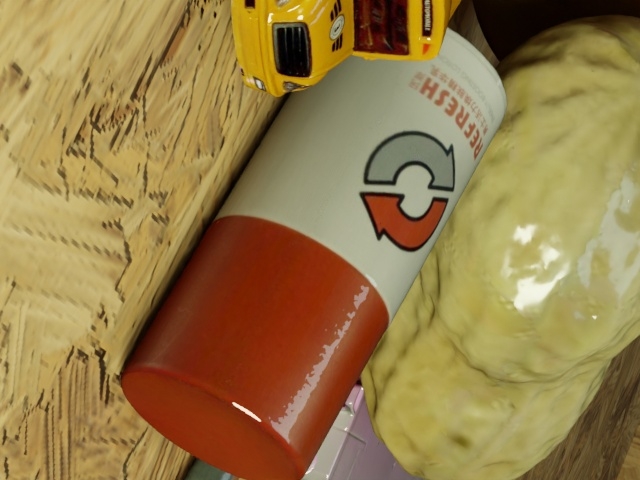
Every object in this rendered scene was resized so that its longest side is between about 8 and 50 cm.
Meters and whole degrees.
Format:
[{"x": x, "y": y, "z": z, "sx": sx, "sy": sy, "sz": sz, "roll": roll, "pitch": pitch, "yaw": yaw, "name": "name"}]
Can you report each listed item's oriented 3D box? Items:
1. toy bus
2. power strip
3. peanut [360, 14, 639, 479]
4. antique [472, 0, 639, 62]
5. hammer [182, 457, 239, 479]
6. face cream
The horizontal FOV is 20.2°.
[{"x": 0.034, "y": -0.145, "z": 0.779, "sx": 0.194, "sy": 0.088, "sz": 0.083, "roll": -59, "pitch": 161, "yaw": -29, "name": "toy bus"}, {"x": 0.029, "y": 0.139, "z": 1.167, "sx": 0.109, "sy": 0.037, "sz": 0.279, "roll": -67, "pitch": 162, "yaw": -8, "name": "power strip"}, {"x": 0.108, "y": 0.019, "z": 0.963, "sx": 0.159, "sy": 0.143, "sz": 0.291, "roll": -31, "pitch": 153, "yaw": -52, "name": "peanut"}, {"x": 0.188, "y": -0.171, "z": 1.000, "sx": 0.129, "sy": 0.223, "sz": 0.278, "roll": -45, "pitch": 117, "yaw": -56, "name": "antique"}, {"x": -0.041, "y": 0.093, "z": 0.926, "sx": 0.287, "sy": 0.033, "sz": 0.111, "roll": -61, "pitch": 160, "yaw": -22, "name": "hammer"}, {"x": 0.000, "y": 0.000, "z": 0.832, "sx": 0.214, "sy": 0.096, "sz": 0.096, "roll": -60, "pitch": 160, "yaw": -25, "name": "face cream"}]
